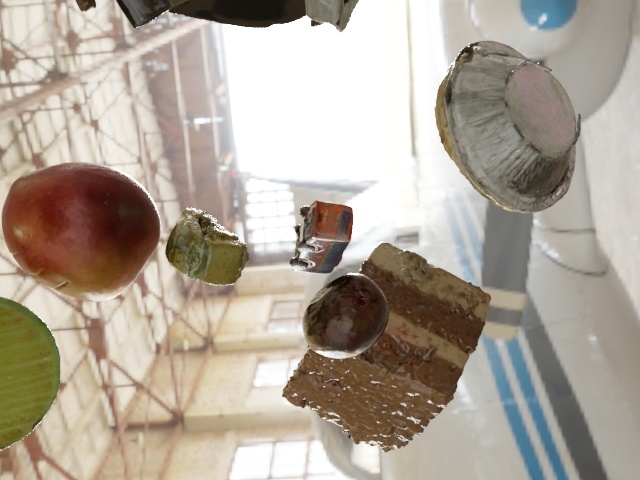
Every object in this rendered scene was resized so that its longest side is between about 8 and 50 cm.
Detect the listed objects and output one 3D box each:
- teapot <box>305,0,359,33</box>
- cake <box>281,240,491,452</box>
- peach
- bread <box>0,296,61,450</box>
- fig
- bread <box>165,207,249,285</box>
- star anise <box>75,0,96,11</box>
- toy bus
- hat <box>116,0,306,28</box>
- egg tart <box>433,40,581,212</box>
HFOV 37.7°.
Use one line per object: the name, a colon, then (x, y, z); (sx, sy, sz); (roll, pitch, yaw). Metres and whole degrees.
teapot: (0.023, -0.367, 1.043); (0.163, 0.221, 0.178); (37, 159, 27)
cake: (0.121, 0.183, 1.667); (0.290, 0.256, 0.282); (-61, 0, -39)
peach: (-0.437, -0.035, 1.722); (0.275, 0.245, 0.248); (31, -147, -27)
bread: (-0.601, 0.238, 1.643); (0.045, 0.301, 0.301); (116, 155, -61)
fig: (0.024, 0.111, 1.254); (0.103, 0.109, 0.154); (58, 146, 9)
bread: (-0.209, 0.011, 1.533); (0.110, 0.156, 0.103); (-5, -61, -61)
star anise: (-0.268, -0.287, 0.732); (0.234, 0.073, 0.177); (46, 178, 40)
toy bus: (0.000, 0.000, 1.342); (0.192, 0.077, 0.065); (115, 163, -72)
hat: (-0.110, -0.451, 1.259); (0.382, 0.366, 0.257); (-24, -97, -47)
egg tart: (0.252, -0.151, 1.191); (0.094, 0.234, 0.234); (-24, 64, 51)
